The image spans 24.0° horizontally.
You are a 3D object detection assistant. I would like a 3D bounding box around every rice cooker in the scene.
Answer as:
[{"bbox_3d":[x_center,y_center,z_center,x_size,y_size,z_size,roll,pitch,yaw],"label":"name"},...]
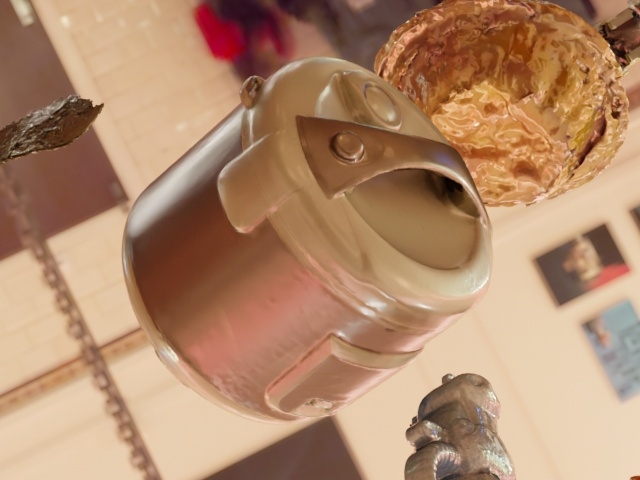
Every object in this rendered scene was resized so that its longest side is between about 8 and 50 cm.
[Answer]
[{"bbox_3d":[0.000,0.000,1.555,0.325,0.335,0.335,-38,170,31],"label":"rice cooker"}]

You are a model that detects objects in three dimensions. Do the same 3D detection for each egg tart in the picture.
[{"bbox_3d":[0.228,-0.156,1.946,0.352,0.352,0.150,-31,-150,35],"label":"egg tart"}]

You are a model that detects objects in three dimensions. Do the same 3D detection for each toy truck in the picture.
[{"bbox_3d":[0.480,-0.313,2.190,0.116,0.085,0.191,-23,172,-44],"label":"toy truck"}]

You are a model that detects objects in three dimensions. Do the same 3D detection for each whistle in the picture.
[{"bbox_3d":[0.135,0.225,1.384,0.093,0.269,0.180,-37,127,24],"label":"whistle"}]

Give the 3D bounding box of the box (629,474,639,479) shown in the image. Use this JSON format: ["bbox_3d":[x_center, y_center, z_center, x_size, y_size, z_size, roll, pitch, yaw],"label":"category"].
[{"bbox_3d":[0.561,0.423,2.026,0.198,0.089,0.313,-5,-156,-10],"label":"box"}]

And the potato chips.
[{"bbox_3d":[-0.378,-0.145,1.973,0.209,0.026,0.142,-6,-142,25],"label":"potato chips"}]
